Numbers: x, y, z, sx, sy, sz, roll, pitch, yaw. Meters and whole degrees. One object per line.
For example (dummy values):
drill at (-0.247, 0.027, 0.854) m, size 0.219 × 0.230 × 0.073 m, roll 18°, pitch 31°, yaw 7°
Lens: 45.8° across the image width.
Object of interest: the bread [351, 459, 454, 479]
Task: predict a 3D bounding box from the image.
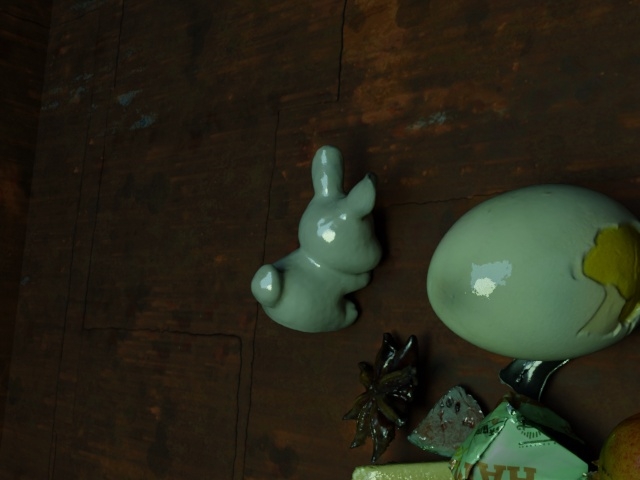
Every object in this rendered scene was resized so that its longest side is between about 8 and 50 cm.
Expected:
bread at (0.202, 0.470, 1.338) m, size 0.264 × 0.163 × 0.167 m, roll -18°, pitch 69°, yaw 38°

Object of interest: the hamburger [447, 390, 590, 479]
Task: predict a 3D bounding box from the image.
hamburger at (0.343, 0.377, 1.245) m, size 0.235 × 0.125 × 0.214 m, roll 26°, pitch 116°, yaw -3°

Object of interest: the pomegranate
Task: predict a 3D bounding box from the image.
pomegranate at (0.488, 0.345, 1.072) m, size 0.235 × 0.210 × 0.210 m, roll -27°, pitch 65°, yaw 31°

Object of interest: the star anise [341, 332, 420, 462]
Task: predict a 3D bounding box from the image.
star anise at (0.138, 0.302, 1.466) m, size 0.272 × 0.103 × 0.272 m, roll -56°, pitch 22°, yaw 35°

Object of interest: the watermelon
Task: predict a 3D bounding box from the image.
watermelon at (0.257, 0.335, 1.384) m, size 0.187 × 0.071 × 0.139 m, roll -3°, pitch 59°, yaw 25°

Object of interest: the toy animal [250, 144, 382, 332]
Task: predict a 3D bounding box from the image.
toy animal at (0.005, 0.004, 1.548) m, size 0.196 × 0.241 × 0.367 m, roll 37°, pitch 107°, yaw 38°

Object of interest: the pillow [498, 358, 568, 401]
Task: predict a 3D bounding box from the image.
pillow at (0.371, 0.213, 1.308) m, size 0.135 × 0.055 × 0.091 m, roll -59°, pitch 19°, yaw 14°

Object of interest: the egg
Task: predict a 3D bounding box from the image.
egg at (0.335, 0.051, 1.187) m, size 0.283 × 0.345 × 0.283 m, roll 176°, pitch 90°, yaw -77°
